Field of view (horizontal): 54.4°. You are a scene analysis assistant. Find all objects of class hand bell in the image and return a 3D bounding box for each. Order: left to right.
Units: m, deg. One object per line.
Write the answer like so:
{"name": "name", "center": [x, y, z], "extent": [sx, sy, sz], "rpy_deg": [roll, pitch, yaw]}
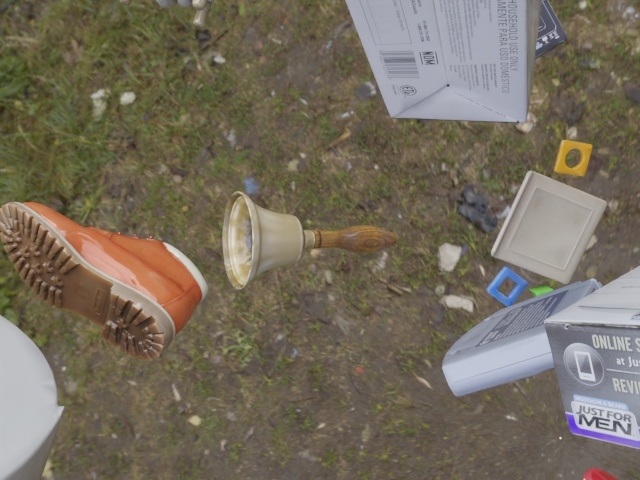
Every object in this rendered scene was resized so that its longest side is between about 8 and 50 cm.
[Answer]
{"name": "hand bell", "center": [0.000, 0.000, 0.852], "extent": [0.241, 0.126, 0.126], "rpy_deg": [0, 67, -26]}

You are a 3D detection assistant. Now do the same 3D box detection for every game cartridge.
{"name": "game cartridge", "center": [0.285, 0.132, 0.872], "extent": [0.196, 0.294, 0.060], "rpy_deg": [-22, 87, 32]}

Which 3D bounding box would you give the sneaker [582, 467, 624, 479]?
{"name": "sneaker", "center": [0.536, 0.407, 1.017], "extent": [0.221, 0.086, 0.128], "rpy_deg": [27, 117, 55]}

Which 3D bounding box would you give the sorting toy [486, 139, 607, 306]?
{"name": "sorting toy", "center": [0.447, -0.028, 1.231], "extent": [0.195, 0.047, 0.348], "rpy_deg": [19, 101, -15]}

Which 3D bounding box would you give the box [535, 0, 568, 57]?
{"name": "box", "center": [0.264, -0.352, 1.032], "extent": [0.231, 0.056, 0.183], "rpy_deg": [-31, 92, -8]}

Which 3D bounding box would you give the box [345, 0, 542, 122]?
{"name": "box", "center": [0.091, -0.236, 0.358], "extent": [0.087, 0.169, 0.290], "rpy_deg": [6, 71, 20]}

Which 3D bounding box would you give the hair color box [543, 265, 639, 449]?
{"name": "hair color box", "center": [0.371, 0.059, 0.516], "extent": [0.185, 0.338, 0.110], "rpy_deg": [-6, 100, 57]}

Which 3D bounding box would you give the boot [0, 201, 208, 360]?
{"name": "boot", "center": [-0.160, 0.016, 0.464], "extent": [0.157, 0.085, 0.059], "rpy_deg": [35, 126, 3]}

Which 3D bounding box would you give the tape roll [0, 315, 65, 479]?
{"name": "tape roll", "center": [-0.291, 0.138, 0.337], "extent": [0.246, 0.246, 0.169], "rpy_deg": [30, 104, 26]}

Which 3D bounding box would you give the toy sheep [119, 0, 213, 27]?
{"name": "toy sheep", "center": [-0.112, -0.215, 0.463], "extent": [0.132, 0.091, 0.091], "rpy_deg": [16, 78, -10]}
